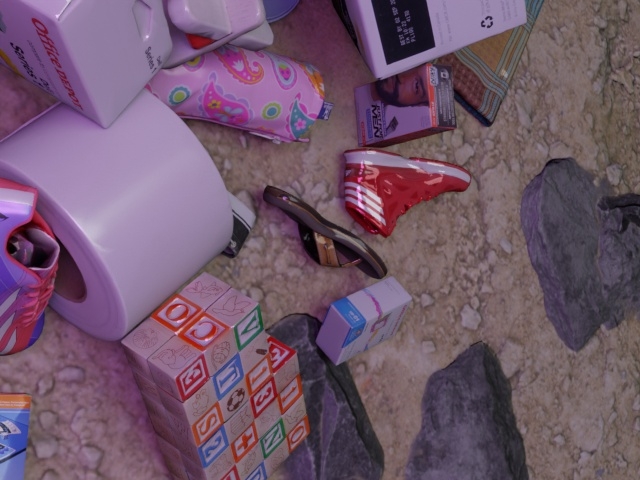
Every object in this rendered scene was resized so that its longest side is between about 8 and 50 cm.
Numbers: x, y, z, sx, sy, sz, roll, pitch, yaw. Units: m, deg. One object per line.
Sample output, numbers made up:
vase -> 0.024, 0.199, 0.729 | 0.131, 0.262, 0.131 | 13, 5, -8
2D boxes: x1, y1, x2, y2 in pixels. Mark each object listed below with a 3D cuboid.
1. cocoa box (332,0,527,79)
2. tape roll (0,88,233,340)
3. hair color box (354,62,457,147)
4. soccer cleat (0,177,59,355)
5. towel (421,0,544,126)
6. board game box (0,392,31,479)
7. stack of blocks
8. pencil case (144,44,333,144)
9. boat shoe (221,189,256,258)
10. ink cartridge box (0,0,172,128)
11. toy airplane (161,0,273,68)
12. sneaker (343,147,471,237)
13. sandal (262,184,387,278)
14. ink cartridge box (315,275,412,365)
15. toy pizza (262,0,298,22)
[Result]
cocoa box -> 0.108, -0.440, 1.206 | 0.231, 0.228, 0.347 | -21, 132, -1
tape roll -> -0.240, -0.033, 1.014 | 0.169, 0.246, 0.246 | -44, 111, -32
hair color box -> 0.121, -0.194, 1.346 | 0.053, 0.167, 0.093 | -2, 86, -37
soccer cleat -> -0.311, 0.036, 0.927 | 0.116, 0.318, 0.109 | 2, 60, -1
towel -> 0.268, -0.416, 1.560 | 0.271, 0.040, 0.370 | 36, 66, -28
board game box -> -0.423, 0.214, 0.876 | 0.281, 0.027, 0.145 | 9, 82, -36
stack of blocks -> -0.112, 0.180, 1.092 | 0.171, 0.087, 0.297 | -43, 144, -31
pencil case -> -0.128, -0.199, 1.193 | 0.284, 0.124, 0.124 | 6, 81, -37
boat shoe -> -0.175, -0.054, 1.168 | 0.219, 0.077, 0.070 | 37, 64, -30
ink cartridge box -> -0.295, -0.254, 0.871 | 0.278, 0.201, 0.117 | 31, 73, 11
toy airplane -> -0.178, -0.382, 1.029 | 0.386, 0.272, 0.384 | 69, 33, -45
sneaker -> 0.127, -0.063, 1.404 | 0.221, 0.087, 0.128 | 8, 89, -24
sandal -> 0.000, 0.000, 1.291 | 0.219, 0.090, 0.060 | 35, 82, -30
ink cartridge box -> 0.063, 0.114, 1.316 | 0.122, 0.088, 0.052 | -23, 57, -36
toy pizza -> -0.107, -0.399, 1.282 | 0.201, 0.032, 0.201 | 5, 81, -35
